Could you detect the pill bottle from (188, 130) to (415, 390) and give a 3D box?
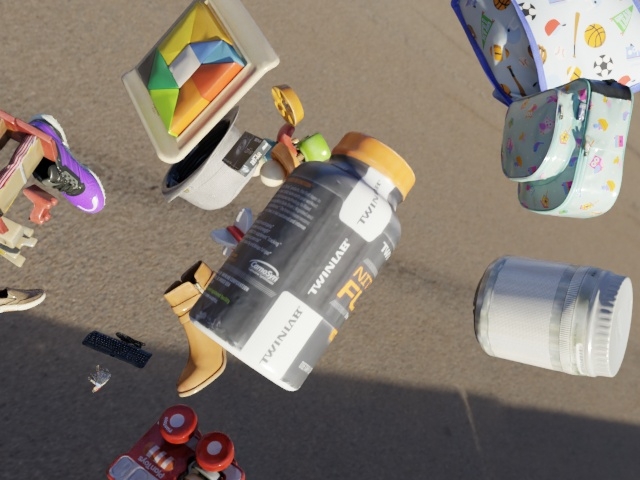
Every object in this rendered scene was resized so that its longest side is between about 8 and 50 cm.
[{"bbox_3d":[-0.008,0.012,0.653,0.130,0.130,0.245,40,79,-27],"label":"pill bottle"}]

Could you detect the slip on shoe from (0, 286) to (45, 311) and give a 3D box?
[{"bbox_3d":[-0.618,0.113,1.322,0.135,0.041,0.051,-11,31,-35],"label":"slip on shoe"}]

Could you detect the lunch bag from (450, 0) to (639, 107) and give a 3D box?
[{"bbox_3d":[0.531,-0.463,1.495,0.328,0.239,0.385,-20,76,-16],"label":"lunch bag"}]

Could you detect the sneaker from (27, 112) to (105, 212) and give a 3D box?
[{"bbox_3d":[-0.667,-0.167,1.693,0.146,0.102,0.293,-95,160,-56],"label":"sneaker"}]

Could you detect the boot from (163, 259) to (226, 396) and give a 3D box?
[{"bbox_3d":[-0.298,0.207,1.584,0.283,0.109,0.220,-50,120,-26],"label":"boot"}]

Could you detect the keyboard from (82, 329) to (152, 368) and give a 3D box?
[{"bbox_3d":[-0.581,0.300,1.923,0.192,0.038,0.100,23,26,-1],"label":"keyboard"}]

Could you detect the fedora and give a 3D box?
[{"bbox_3d":[-0.230,-0.162,1.479,0.124,0.275,0.243,40,38,-25],"label":"fedora"}]

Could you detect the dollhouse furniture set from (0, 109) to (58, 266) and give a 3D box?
[{"bbox_3d":[-0.664,-0.104,1.386,0.152,0.374,0.201,29,68,-8],"label":"dollhouse furniture set"}]

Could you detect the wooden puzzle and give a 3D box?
[{"bbox_3d":[-0.200,-0.269,1.032,0.044,0.239,0.220,27,27,-57],"label":"wooden puzzle"}]

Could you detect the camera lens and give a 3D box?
[{"bbox_3d":[0.467,0.150,1.353,0.219,0.274,0.219,-17,111,-52],"label":"camera lens"}]

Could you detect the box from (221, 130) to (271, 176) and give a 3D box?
[{"bbox_3d":[-0.124,-0.144,1.099,0.018,0.067,0.083,41,-3,-34],"label":"box"}]

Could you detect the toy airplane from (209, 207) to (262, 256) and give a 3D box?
[{"bbox_3d":[-0.187,0.081,2.012,0.272,0.385,0.385,-40,117,-57],"label":"toy airplane"}]

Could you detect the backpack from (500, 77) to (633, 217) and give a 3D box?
[{"bbox_3d":[0.345,-0.125,0.945,0.145,0.166,0.188,-1,92,-16],"label":"backpack"}]

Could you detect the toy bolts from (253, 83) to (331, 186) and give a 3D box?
[{"bbox_3d":[-0.113,-0.227,1.546,0.159,0.228,0.218,-31,99,-14],"label":"toy bolts"}]

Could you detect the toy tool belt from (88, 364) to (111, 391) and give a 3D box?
[{"bbox_3d":[-0.643,0.395,1.913,0.051,0.083,0.052,47,34,3],"label":"toy tool belt"}]

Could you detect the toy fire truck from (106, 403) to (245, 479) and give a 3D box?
[{"bbox_3d":[-0.362,0.597,1.714,0.302,0.169,0.254,30,56,21],"label":"toy fire truck"}]
